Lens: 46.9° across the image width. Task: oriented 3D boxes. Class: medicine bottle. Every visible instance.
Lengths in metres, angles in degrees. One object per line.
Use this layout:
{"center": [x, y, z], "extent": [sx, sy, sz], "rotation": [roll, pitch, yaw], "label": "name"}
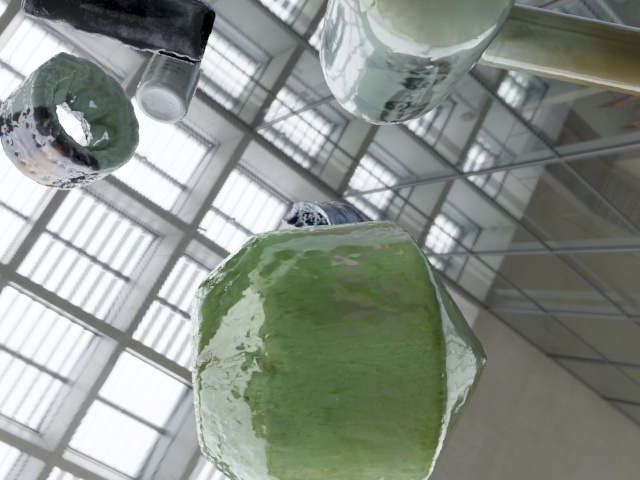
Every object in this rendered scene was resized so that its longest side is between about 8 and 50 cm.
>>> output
{"center": [-0.225, -0.246, 1.118], "extent": [0.080, 0.080, 0.130], "rotation": [32, -135, -24], "label": "medicine bottle"}

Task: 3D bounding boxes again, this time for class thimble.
{"center": [-0.456, -0.217, 1.341], "extent": [0.237, 0.150, 0.238], "rotation": [25, -123, -44], "label": "thimble"}

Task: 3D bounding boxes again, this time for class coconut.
{"center": [0.025, 0.129, 0.793], "extent": [0.328, 0.281, 0.329], "rotation": [4, -117, -7], "label": "coconut"}

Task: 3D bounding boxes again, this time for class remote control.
{"center": [-0.104, -0.121, 0.383], "extent": [0.096, 0.014, 0.039], "rotation": [14, -110, -7], "label": "remote control"}

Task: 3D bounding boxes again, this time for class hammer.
{"center": [0.155, -0.137, 0.512], "extent": [0.305, 0.202, 0.113], "rotation": [7, -95, -5], "label": "hammer"}

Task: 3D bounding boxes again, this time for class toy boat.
{"center": [0.000, 0.000, 1.278], "extent": [0.142, 0.309, 0.129], "rotation": [-14, -69, -19], "label": "toy boat"}
